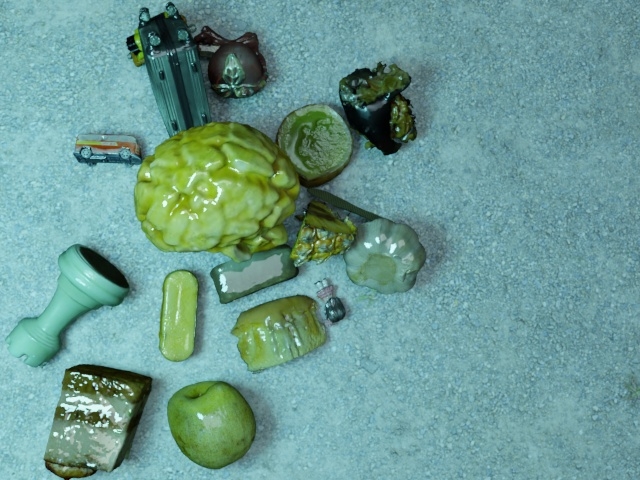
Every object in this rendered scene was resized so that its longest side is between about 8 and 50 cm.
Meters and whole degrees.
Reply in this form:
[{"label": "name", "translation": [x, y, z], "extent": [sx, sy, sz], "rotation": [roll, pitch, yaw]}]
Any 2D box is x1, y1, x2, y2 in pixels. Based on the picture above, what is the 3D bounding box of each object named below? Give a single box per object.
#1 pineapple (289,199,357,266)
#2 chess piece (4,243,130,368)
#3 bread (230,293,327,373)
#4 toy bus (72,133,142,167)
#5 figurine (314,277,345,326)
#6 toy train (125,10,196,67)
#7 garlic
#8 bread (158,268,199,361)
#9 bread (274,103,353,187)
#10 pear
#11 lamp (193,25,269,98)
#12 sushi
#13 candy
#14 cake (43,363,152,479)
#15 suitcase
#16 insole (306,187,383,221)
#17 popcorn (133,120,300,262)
[{"label": "pineapple", "translation": [0.005, 0.002, 1.625], "extent": [0.158, 0.334, 0.161], "rotation": [15, 103, -8]}, {"label": "chess piece", "translation": [-0.651, 0.174, 1.571], "extent": [0.194, 0.194, 0.299], "rotation": [42, 89, -2]}, {"label": "bread", "translation": [-0.108, 0.246, 1.652], "extent": [0.251, 0.133, 0.175], "rotation": [-17, 88, -10]}, {"label": "toy bus", "translation": [-0.571, -0.246, 1.674], "extent": [0.174, 0.079, 0.077], "rotation": [0, 74, -8]}, {"label": "figurine", "translation": [0.022, 0.170, 1.716], "extent": [0.072, 0.054, 0.129], "rotation": [-23, 88, -28]}, {"label": "toy train", "translation": [-0.446, -0.550, 1.685], "extent": [0.219, 0.127, 0.089], "rotation": [-18, 83, 13]}, {"label": "garlic", "translation": [0.175, 0.038, 1.691], "extent": [0.227, 0.152, 0.228], "rotation": [5, 111, 14]}, {"label": "bread", "translation": [-0.375, 0.198, 1.644], "extent": [0.101, 0.094, 0.246], "rotation": [3, 84, -17]}, {"label": "bread", "translation": [-0.018, -0.270, 1.754], "extent": [0.235, 0.070, 0.236], "rotation": [1, 83, -9]}, {"label": "pear", "translation": [-0.276, 0.468, 1.569], "extent": [0.188, 0.228, 0.212], "rotation": [-30, 107, -49]}, {"label": "lamp", "translation": [-0.252, -0.482, 1.718], "extent": [0.214, 0.151, 0.223], "rotation": [5, 40, -13]}, {"label": "sushi", "translation": [0.169, -0.367, 1.735], "extent": [0.199, 0.204, 0.213], "rotation": [-24, 55, -2]}, {"label": "candy", "translation": [-0.177, 0.087, 1.677], "extent": [0.233, 0.102, 0.104], "rotation": [-21, 86, -8]}, {"label": "cake", "translation": [-0.554, 0.463, 1.534], "extent": [0.198, 0.196, 0.293], "rotation": [15, 81, -8]}, {"label": "suitcase", "translation": [-0.375, -0.424, 1.592], "extent": [0.128, 0.312, 0.202], "rotation": [-17, 47, -12]}, {"label": "insole", "translation": [0.077, -0.098, 1.749], "extent": [0.253, 0.086, 0.005], "rotation": [23, 115, -10]}, {"label": "popcorn", "translation": [-0.249, -0.133, 1.506], "extent": [0.389, 0.354, 0.344], "rotation": [10, 41, -35]}]
